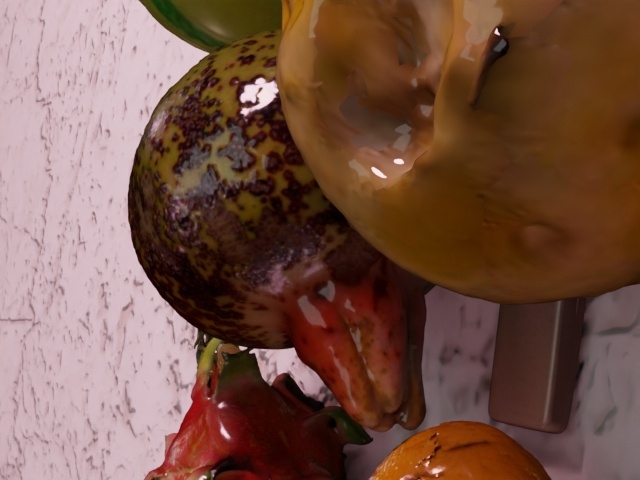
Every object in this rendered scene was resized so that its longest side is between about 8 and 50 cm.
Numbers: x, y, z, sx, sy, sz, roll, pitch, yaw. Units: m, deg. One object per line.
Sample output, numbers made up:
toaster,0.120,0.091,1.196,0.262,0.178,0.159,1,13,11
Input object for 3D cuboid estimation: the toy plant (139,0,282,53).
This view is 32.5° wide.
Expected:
toy plant,0.006,-0.232,0.689,0.316,0.224,0.184,-17,41,58

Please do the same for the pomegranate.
pomegranate,0.000,0.000,0.635,0.214,0.214,0.247,-44,54,40

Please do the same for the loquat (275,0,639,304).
loquat,0.100,-0.091,0.482,0.244,0.244,0.243,-19,66,51

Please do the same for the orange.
orange,0.068,0.161,0.565,0.118,0.135,0.135,31,110,18

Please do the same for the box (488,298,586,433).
box,0.121,0.046,0.604,0.048,0.025,0.115,1,83,50

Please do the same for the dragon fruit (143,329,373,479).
dragon fruit,-0.048,0.135,0.726,0.137,0.135,0.235,-41,47,46
